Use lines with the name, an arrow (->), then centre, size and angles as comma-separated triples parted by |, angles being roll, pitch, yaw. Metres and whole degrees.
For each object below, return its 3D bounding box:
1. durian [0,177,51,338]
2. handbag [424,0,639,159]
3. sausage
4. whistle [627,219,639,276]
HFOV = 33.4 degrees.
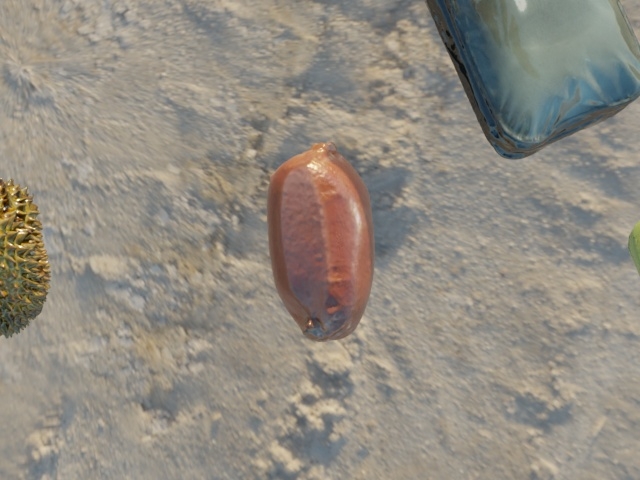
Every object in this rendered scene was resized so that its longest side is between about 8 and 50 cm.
durian -> -0.309, 0.012, 0.963 | 0.137, 0.158, 0.168 | -20, 115, -1
handbag -> 0.177, -0.251, 0.979 | 0.191, 0.075, 0.332 | -24, 95, -22
sausage -> 0.000, 0.000, 1.389 | 0.148, 0.148, 0.254 | -5, 96, -15
whistle -> 0.213, 0.079, 0.415 | 0.106, 0.288, 0.131 | 20, 118, -41
